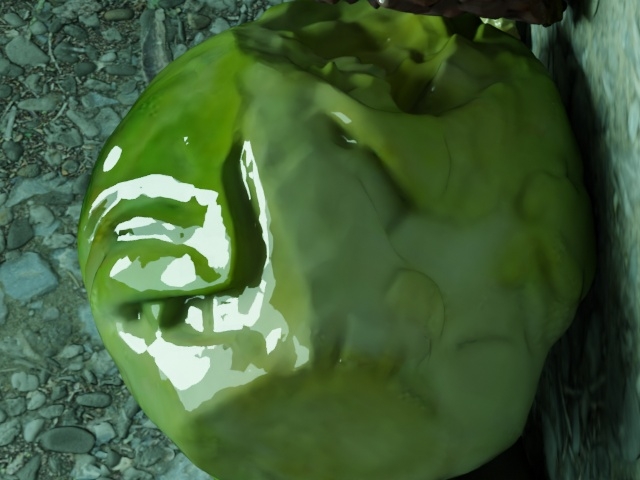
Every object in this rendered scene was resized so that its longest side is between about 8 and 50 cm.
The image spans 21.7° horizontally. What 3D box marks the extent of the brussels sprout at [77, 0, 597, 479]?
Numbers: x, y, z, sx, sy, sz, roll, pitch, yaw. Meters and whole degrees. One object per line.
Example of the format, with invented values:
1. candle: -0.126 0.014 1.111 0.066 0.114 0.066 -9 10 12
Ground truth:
1. brussels sprout: 0.000 0.000 0.996 0.344 0.268 0.344 -49 26 33

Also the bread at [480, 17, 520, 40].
1. bread: 0.065 -0.159 1.159 0.127 0.152 0.147 132 137 -69

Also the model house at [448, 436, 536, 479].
1. model house: 0.077 0.182 1.149 0.164 0.141 0.203 101 167 -45

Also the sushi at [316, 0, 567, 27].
1. sushi: 0.060 -0.255 0.976 0.270 0.171 0.236 -89 -1 -65
